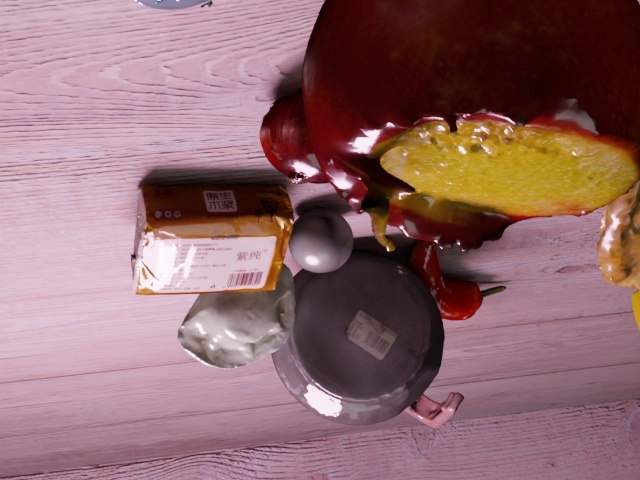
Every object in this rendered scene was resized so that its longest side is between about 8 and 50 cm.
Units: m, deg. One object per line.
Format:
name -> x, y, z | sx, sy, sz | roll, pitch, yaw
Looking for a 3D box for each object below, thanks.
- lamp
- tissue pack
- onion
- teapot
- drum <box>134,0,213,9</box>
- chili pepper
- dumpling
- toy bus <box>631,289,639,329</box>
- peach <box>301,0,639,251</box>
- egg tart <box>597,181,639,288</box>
lamp -> 0.000, 0.000, 1.630 | 0.105, 0.105, 0.105 | -7, 158, -3
tissue pack -> -0.166, 0.002, 1.542 | 0.226, 0.092, 0.183 | 0, 135, -17
onion -> -0.014, -0.127, 1.300 | 0.131, 0.131, 0.131 | -7, 158, -3
teapot -> 0.086, 0.213, 1.894 | 0.376, 0.305, 0.362 | 33, 166, 5
drum -> -0.084, -0.267, 1.028 | 0.253, 0.049, 0.130 | 3, 154, -34
chili pepper -> 0.238, 0.089, 1.957 | 0.137, 0.091, 0.368 | -29, 154, 19
dumpling -> -0.124, 0.118, 1.659 | 0.219, 0.152, 0.108 | -40, 170, -15
toy bus -> 0.763, 0.125, 2.153 | 0.152, 0.144, 0.330 | -2, 156, -15
peach -> 0.152, -0.164, 1.021 | 0.335, 0.310, 0.406 | -14, 165, 18
egg tart -> 0.451, -0.141, 1.239 | 0.443, 0.178, 0.443 | -32, 144, -27
